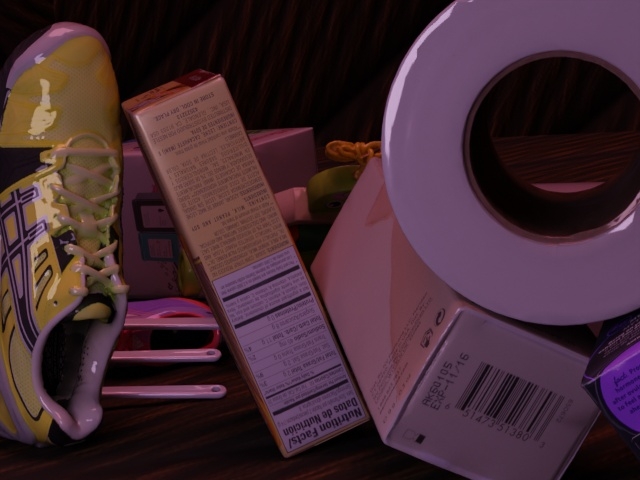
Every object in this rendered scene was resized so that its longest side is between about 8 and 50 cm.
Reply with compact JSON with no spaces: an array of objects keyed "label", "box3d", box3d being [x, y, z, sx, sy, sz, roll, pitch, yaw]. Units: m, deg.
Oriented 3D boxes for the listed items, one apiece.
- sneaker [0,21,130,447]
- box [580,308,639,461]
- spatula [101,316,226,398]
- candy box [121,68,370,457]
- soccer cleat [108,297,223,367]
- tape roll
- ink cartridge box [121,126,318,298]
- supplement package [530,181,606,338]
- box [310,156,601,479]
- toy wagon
[{"label":"sneaker","box3d":[-0.220,0.000,1.440,0.145,0.385,0.147,-5,15,-45]},{"label":"box","box3d":[0.304,0.067,1.132,0.165,0.143,0.270,-36,5,25]},{"label":"spatula","box3d":[-0.209,0.121,1.613,0.242,0.019,0.168,1,30,0]},{"label":"candy box","box3d":[-0.069,0.013,1.396,0.087,0.316,0.183,-25,11,-5]},{"label":"soccer cleat","box3d":[-0.224,0.103,1.696,0.248,0.083,0.095,-5,7,-17]},{"label":"tape roll","box3d":[0.173,-0.078,1.146,0.246,0.246,0.169,-4,12,10]},{"label":"ink cartridge box","box3d":[-0.157,-0.037,2.137,0.270,0.197,0.198,-1,11,26]},{"label":"supplement package","box3d":[0.200,0.042,1.504,0.293,0.175,0.177,0,9,30]},{"label":"box","box3d":[0.102,0.060,1.269,0.148,0.121,0.311,22,17,-20]},{"label":"toy wagon","box3d":[0.000,0.000,1.700,0.267,0.068,0.344,0,-23,-15]}]
